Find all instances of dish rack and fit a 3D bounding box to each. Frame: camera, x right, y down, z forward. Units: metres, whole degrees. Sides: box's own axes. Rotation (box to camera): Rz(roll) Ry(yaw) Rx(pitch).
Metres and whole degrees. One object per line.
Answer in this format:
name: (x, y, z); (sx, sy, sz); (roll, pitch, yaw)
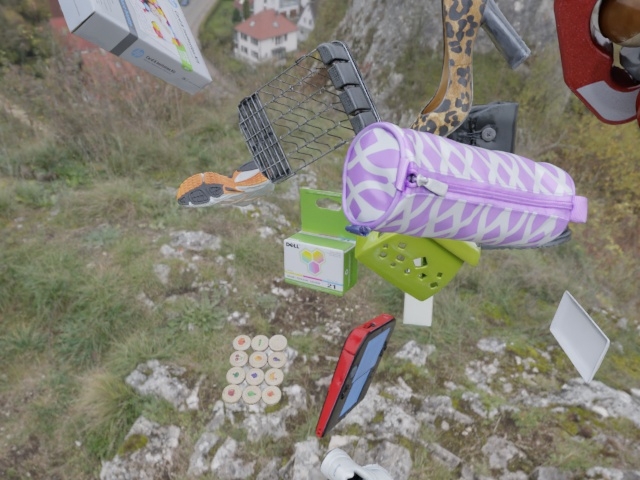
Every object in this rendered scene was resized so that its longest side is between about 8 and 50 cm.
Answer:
dish rack: (-0.035, -0.242, 0.977); (0.074, 0.271, 0.208); (-20, 86, -59)

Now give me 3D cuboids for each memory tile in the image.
memory tile: (-0.124, 0.247, 0.953); (0.113, 0.012, 0.148); (2, 46, 3)

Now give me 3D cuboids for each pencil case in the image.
pencil case: (0.116, -0.041, 0.402); (0.206, 0.086, 0.088); (4, -3, -30)

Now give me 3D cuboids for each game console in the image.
game console: (0.125, 0.412, 1.561); (0.060, 0.342, 0.386); (20, 9, 23)

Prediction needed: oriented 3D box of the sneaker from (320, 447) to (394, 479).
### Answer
sneaker: (0.131, 0.722, 1.454); (0.111, 0.297, 0.129); (-61, 29, -7)

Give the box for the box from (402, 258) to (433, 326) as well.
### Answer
box: (0.328, 0.139, 1.626); (0.094, 0.275, 0.113); (4, -5, 13)

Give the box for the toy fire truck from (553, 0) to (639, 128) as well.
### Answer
toy fire truck: (0.358, -0.244, 0.445); (0.254, 0.302, 0.169); (37, 54, -18)

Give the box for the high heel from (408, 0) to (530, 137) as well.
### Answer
high heel: (0.175, -0.273, 0.779); (0.186, 0.261, 0.093); (40, 16, -20)

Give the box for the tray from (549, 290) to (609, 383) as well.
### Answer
tray: (0.737, 0.268, 1.400); (0.030, 0.145, 0.270); (11, 23, -1)

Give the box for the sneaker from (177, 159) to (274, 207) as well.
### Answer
sneaker: (-0.243, -0.121, 1.304); (0.262, 0.121, 0.099); (-13, 61, 2)

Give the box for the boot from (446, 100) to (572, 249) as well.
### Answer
boot: (0.575, -0.201, 1.506); (0.367, 0.445, 0.146); (-5, 11, 6)

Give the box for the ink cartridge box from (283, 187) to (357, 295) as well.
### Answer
ink cartridge box: (0.000, 0.000, 1.342); (0.188, 0.255, 0.097); (11, 24, 27)

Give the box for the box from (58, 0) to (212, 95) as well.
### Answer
box: (-0.214, -0.260, 0.559); (0.038, 0.186, 0.145); (-29, 75, 18)

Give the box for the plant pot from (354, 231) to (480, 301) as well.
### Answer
plant pot: (0.236, -0.031, 1.143); (0.228, 0.207, 0.227); (32, 46, -21)
